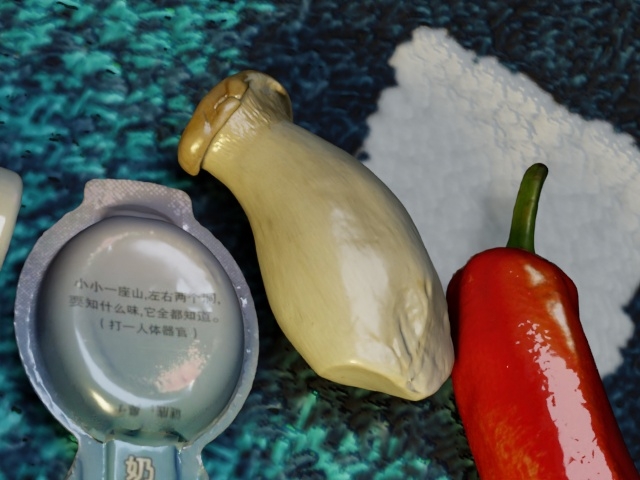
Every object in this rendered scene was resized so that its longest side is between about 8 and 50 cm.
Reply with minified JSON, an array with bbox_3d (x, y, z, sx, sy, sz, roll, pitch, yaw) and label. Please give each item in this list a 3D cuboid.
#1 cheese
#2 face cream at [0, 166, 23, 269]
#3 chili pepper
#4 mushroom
[{"bbox_3d":[-0.095,0.077,0.985,0.135,0.052,0.245,6,63,-19],"label":"cheese"},{"bbox_3d":[-0.287,-0.037,0.937,0.269,0.082,0.082,19,58,-16],"label":"face cream"},{"bbox_3d":[0.150,0.132,1.062,0.137,0.092,0.369,-9,75,-49],"label":"chili pepper"},{"bbox_3d":[-0.001,0.001,1.048,0.097,0.088,0.212,-31,77,-21],"label":"mushroom"}]
